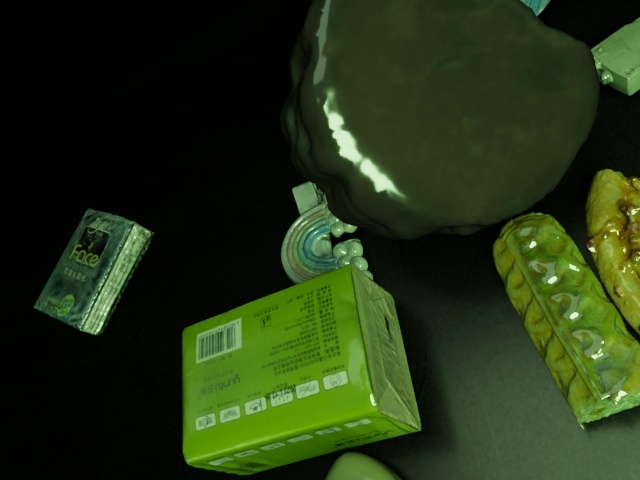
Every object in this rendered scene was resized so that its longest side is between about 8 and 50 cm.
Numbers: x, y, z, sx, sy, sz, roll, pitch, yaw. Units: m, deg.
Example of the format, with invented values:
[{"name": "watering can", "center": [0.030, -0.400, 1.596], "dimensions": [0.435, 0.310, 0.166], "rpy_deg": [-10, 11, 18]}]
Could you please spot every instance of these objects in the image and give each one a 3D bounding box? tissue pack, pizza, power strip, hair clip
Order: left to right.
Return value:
[{"name": "tissue pack", "center": [-0.459, 0.060, 1.205], "dimensions": [0.173, 0.073, 0.235], "rpy_deg": [15, 74, 36]}, {"name": "tissue pack", "center": [-0.031, 0.182, 0.807], "dimensions": [0.275, 0.167, 0.200], "rpy_deg": [-22, 57, 20]}, {"name": "hair clip", "center": [0.000, 0.000, 0.968], "dimensions": [0.140, 0.054, 0.220], "rpy_deg": [-20, 59, 14]}, {"name": "power strip", "center": [0.502, -0.307, 0.811], "dimensions": [0.286, 0.048, 0.080], "rpy_deg": [-38, 53, 10]}, {"name": "pizza", "center": [0.434, 0.021, 0.655], "dimensions": [0.226, 0.086, 0.335], "rpy_deg": [-32, 51, 16]}]

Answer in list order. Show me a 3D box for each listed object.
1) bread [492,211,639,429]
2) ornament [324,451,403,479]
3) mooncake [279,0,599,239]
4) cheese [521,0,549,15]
[{"name": "bread", "center": [0.290, 0.079, 0.711], "dimensions": [0.087, 0.098, 0.269], "rpy_deg": [-4, 53, -18]}, {"name": "ornament", "center": [0.012, 0.375, 0.743], "dimensions": [0.245, 0.061, 0.230], "rpy_deg": [26, 83, 38]}, {"name": "mooncake", "center": [0.130, -0.181, 0.782], "dimensions": [0.350, 0.381, 0.212], "rpy_deg": [-44, 7, -12]}, {"name": "cheese", "center": [0.301, -0.323, 0.945], "dimensions": [0.135, 0.052, 0.244], "rpy_deg": [10, 70, 33]}]
